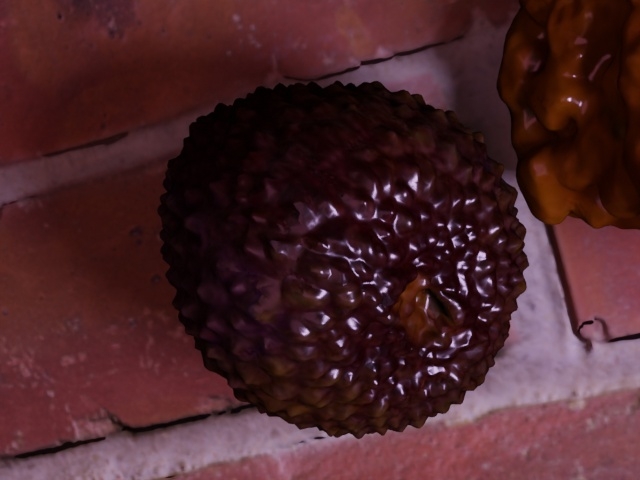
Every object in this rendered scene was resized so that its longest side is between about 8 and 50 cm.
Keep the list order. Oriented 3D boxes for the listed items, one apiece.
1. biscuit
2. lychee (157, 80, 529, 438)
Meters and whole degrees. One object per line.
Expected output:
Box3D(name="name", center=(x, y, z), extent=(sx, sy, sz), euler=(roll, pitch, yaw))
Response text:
Box3D(name="biscuit", center=(0.234, -0.130, 0.971), extent=(0.312, 0.110, 0.318), euler=(33, 118, 51))
Box3D(name="lychee", center=(0.000, 0.000, 1.110), extent=(0.271, 0.271, 0.271), euler=(4, 100, 24))
